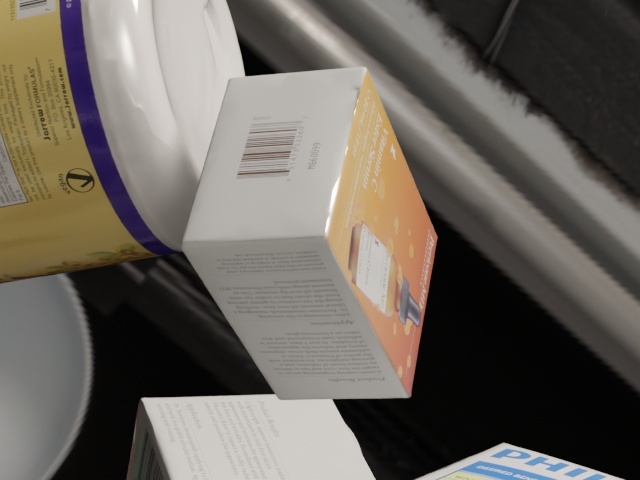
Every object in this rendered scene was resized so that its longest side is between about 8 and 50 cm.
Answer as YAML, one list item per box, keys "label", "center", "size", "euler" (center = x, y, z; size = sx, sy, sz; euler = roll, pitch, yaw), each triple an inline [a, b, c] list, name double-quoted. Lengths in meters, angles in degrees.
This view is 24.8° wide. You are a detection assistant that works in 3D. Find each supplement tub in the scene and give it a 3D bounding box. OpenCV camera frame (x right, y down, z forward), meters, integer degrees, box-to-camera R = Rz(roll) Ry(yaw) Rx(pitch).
- label: "supplement tub"
  center: [-0.235, -0.087, 0.995]
  size: [0.331, 0.241, 0.241]
  euler: [-10, -63, 13]

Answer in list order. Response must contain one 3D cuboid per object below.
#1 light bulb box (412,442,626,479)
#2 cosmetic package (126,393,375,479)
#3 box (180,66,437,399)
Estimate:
- label: "light bulb box"
  center: [0.162, 0.305, 0.885]
  size: [0.358, 0.361, 0.225]
  euler: [14, -78, 33]
- label: "cosmetic package"
  center: [-0.066, 0.237, 1.281]
  size: [0.184, 0.151, 0.151]
  euler: [1, -61, -21]
- label: "box"
  center: [0.000, 0.000, 0.884]
  size: [0.091, 0.130, 0.170]
  euler: [-3, -37, 21]
